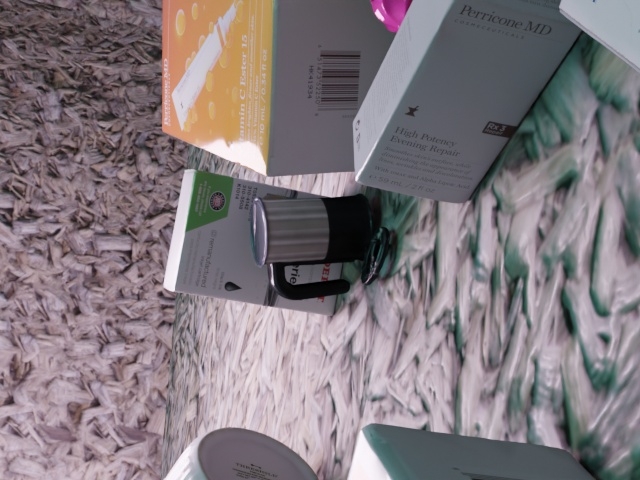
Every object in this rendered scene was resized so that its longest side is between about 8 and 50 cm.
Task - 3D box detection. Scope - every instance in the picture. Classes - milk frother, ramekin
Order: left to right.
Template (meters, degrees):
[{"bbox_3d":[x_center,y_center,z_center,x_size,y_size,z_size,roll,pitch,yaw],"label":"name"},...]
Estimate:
[{"bbox_3d":[-0.091,0.316,1.174,0.109,0.207,0.207,-62,20,20],"label":"ramekin"},{"bbox_3d":[0.000,0.000,1.160,0.143,0.135,0.129,135,129,-67],"label":"milk frother"}]

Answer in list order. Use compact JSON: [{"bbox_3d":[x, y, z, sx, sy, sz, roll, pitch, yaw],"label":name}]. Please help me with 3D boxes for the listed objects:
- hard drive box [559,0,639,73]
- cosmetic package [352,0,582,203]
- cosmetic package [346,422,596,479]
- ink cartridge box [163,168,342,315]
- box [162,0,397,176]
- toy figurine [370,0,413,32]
[{"bbox_3d":[0.236,-0.199,0.527,0.181,0.089,0.232,-106,31,-60],"label":"hard drive box"},{"bbox_3d":[0.119,-0.140,0.867,0.231,0.117,0.085,117,158,-50],"label":"cosmetic package"},{"bbox_3d":[0.071,0.371,0.606,0.230,0.162,0.453,-132,54,-72],"label":"cosmetic package"},{"bbox_3d":[-0.080,0.004,1.303,0.092,0.220,0.160,-172,92,-72],"label":"ink cartridge box"},{"bbox_3d":[-0.065,-0.219,1.260,0.345,0.168,0.214,26,117,58],"label":"box"},{"bbox_3d":[0.110,-0.280,0.983,0.173,0.130,0.159,-61,-6,-60],"label":"toy figurine"}]
